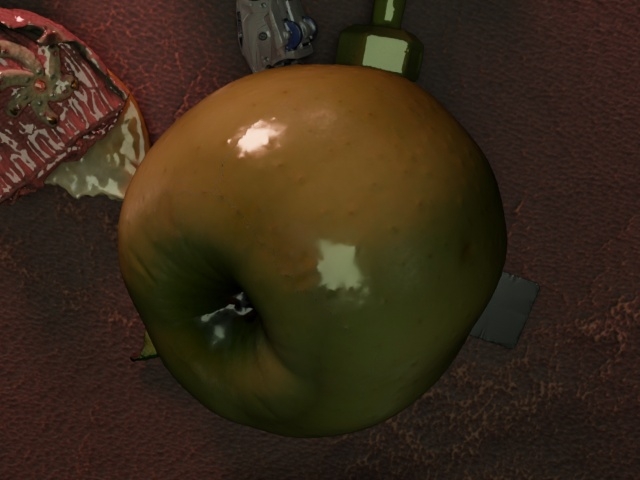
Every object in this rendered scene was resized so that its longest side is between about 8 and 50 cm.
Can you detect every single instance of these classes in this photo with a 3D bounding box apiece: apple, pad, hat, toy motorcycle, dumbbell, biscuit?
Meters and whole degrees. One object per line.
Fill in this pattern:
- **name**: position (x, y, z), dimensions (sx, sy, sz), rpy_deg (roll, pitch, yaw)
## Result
- **apple**: position (0.000, 0.000, 1.054), dimensions (0.473, 0.473, 0.474), rpy_deg (-1, 101, -3)
- **pad**: position (0.244, 0.093, 1.322), dimensions (0.157, 0.003, 0.112), rpy_deg (19, 99, -7)
- **hat**: position (-0.418, -0.210, 1.133), dimensions (0.236, 0.107, 0.286), rpy_deg (-40, 105, -6)
- **toy motorcycle**: position (-0.067, -0.289, 1.193), dimensions (0.112, 0.112, 0.254), rpy_deg (-19, 103, 1)
- **dumbbell**: position (0.101, -0.361, 1.174), dimensions (0.108, 0.121, 0.302), rpy_deg (15, 102, 24)
- **biscuit**: position (-0.381, -0.171, 1.218), dimensions (0.308, 0.040, 0.205), rpy_deg (12, 100, -6)

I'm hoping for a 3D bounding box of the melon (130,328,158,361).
- **melon**: position (-0.200, 0.081, 1.273), dimensions (0.114, 0.053, 0.262), rpy_deg (35, 97, -1)
